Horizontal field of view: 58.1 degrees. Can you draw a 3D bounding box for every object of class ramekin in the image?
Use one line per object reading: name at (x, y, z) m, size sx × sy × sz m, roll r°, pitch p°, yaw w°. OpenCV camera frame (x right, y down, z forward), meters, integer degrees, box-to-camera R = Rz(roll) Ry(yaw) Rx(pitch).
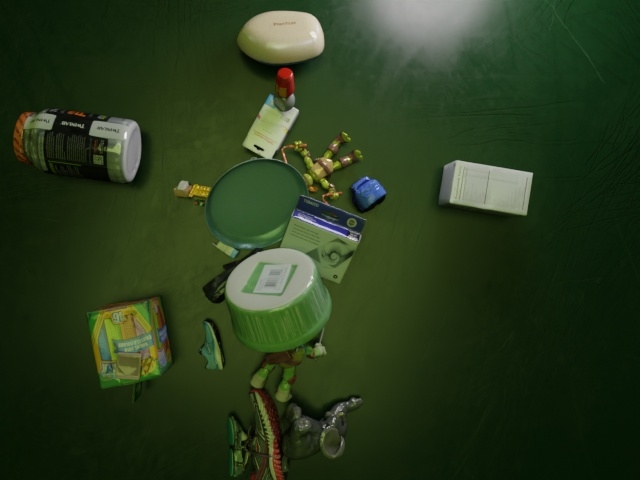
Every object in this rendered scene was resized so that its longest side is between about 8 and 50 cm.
ramekin at (-0.128, 0.159, 1.658) m, size 0.304 × 0.303 × 0.148 m, roll -17°, pitch 128°, yaw -4°

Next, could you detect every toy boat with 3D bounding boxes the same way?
toy boat at (-0.118, -0.551, 1.746) m, size 0.268 × 0.148 × 0.318 m, roll -2°, pitch 63°, yaw -6°

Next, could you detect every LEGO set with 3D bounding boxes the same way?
LEGO set at (-0.299, -0.145, 1.782) m, size 0.287 × 0.107 × 0.132 m, roll -20°, pitch 56°, yaw 1°

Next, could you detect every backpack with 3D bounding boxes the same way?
backpack at (0.143, -0.143, 1.782) m, size 0.098 × 0.120 × 0.101 m, roll -42°, pitch 92°, yaw -2°

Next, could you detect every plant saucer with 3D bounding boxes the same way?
plant saucer at (-0.191, -0.112, 1.721) m, size 0.318 × 0.043 × 0.317 m, roll -13°, pitch 130°, yaw -16°

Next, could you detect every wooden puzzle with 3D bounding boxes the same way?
wooden puzzle at (-0.535, 0.351, 1.610) m, size 0.117 × 0.014 × 0.078 m, roll 12°, pitch 85°, yaw -4°

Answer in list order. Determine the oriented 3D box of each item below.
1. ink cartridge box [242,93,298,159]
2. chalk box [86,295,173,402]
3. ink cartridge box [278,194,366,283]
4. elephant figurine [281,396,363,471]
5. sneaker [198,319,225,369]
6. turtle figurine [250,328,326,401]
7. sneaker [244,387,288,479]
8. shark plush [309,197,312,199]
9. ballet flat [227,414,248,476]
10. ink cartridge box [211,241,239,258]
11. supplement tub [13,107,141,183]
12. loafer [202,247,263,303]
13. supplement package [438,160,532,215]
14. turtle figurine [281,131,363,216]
ink cartridge box at (-0.156, -0.346, 1.793) m, size 0.104 × 0.061 × 0.181 m, roll 29°, pitch 87°, yaw -3°
chalk box at (-0.552, 0.326, 1.705) m, size 0.179 × 0.180 × 0.288 m, roll -11°, pitch 92°, yaw -4°
ink cartridge box at (0.000, 0.000, 1.763) m, size 0.224 × 0.045 × 0.223 m, roll 20°, pitch 115°, yaw -3°
elephant figurine at (0.010, 0.588, 1.761) m, size 0.240 × 0.169 × 0.185 m, roll 13°, pitch 119°, yaw -20°
sneaker at (-0.345, 0.325, 1.776) m, size 0.073 × 0.063 × 0.162 m, roll -11°, pitch 90°, yaw -1°
turtle figurine at (-0.095, 0.336, 1.774) m, size 0.198 × 0.274 × 0.266 m, roll 17°, pitch 110°, yaw -26°
sneaker at (-0.181, 0.600, 1.757) m, size 0.112 × 0.121 × 0.298 m, roll -10°, pitch 88°, yaw 5°
shark plush at (-0.084, -0.146, 1.817) m, size 0.161 × 0.073 × 0.067 m, roll 33°, pitch 108°, yaw -23°
ballet flat at (-0.255, 0.633, 1.787) m, size 0.070 × 0.070 × 0.188 m, roll 0°, pitch 91°, yaw -4°
ink cartridge box at (-0.294, 0.021, 1.787) m, size 0.083 × 0.048 × 0.028 m, roll 34°, pitch 87°, yaw -4°
supplement tub at (-0.705, -0.280, 1.690) m, size 0.316 × 0.193 × 0.193 m, roll 7°, pitch 89°, yaw -5°
loafer at (-0.270, 0.097, 1.775) m, size 0.223 × 0.076 × 0.078 m, roll -43°, pitch 71°, yaw -6°
supplement package at (0.511, -0.159, 1.800) m, size 0.244 × 0.134 × 0.138 m, roll 10°, pitch 89°, yaw -4°
turtle figurine at (0.023, -0.220, 1.792) m, size 0.217 × 0.087 × 0.269 m, roll -38°, pitch 87°, yaw -10°
